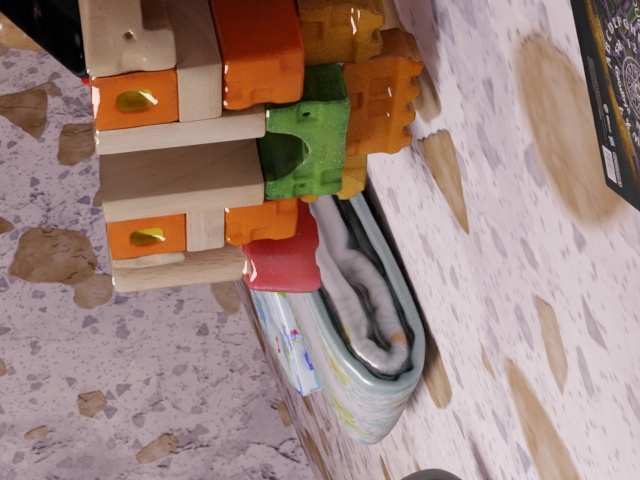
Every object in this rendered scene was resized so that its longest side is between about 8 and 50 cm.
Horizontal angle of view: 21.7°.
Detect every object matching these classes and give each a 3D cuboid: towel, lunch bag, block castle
[{"bbox_3d":[0.000,0.000,1.617,0.320,0.090,0.374,87,162,-76],"label":"towel"},{"bbox_3d":[-0.029,0.063,1.954,0.176,0.090,0.219,-129,21,-72],"label":"lunch bag"},{"bbox_3d":[-0.060,-0.178,1.137,0.453,0.213,0.303,96,166,-59],"label":"block castle"}]

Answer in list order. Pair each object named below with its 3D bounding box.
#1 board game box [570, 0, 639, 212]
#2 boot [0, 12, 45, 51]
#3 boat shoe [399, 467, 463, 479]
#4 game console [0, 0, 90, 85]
[{"bbox_3d":[0.131,-0.085,0.650,0.126,0.026,0.186,-125,17,-63],"label":"board game box"},{"bbox_3d":[-0.203,-0.226,1.750,0.115,0.305,0.112,63,145,34],"label":"boot"},{"bbox_3d":[0.137,0.348,1.405,0.320,0.118,0.103,62,167,11],"label":"boat shoe"},{"bbox_3d":[-0.241,-0.341,1.483,0.386,0.060,0.342,38,130,51],"label":"game console"}]
